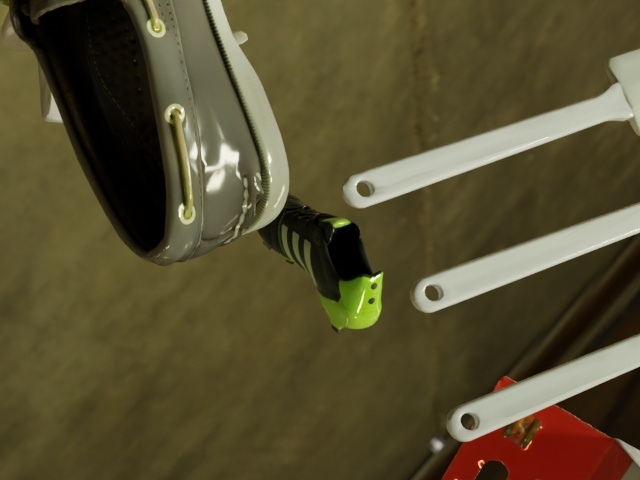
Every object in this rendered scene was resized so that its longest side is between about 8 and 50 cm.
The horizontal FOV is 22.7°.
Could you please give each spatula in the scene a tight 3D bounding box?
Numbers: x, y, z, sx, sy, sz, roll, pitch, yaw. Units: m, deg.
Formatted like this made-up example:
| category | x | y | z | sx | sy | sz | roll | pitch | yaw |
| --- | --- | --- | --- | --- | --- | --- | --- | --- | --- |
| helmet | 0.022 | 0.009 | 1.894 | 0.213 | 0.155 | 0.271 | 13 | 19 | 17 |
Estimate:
| category | x | y | z | sx | sy | sz | roll | pitch | yaw |
| --- | --- | --- | --- | --- | --- | --- | --- | --- | --- |
| spatula | 0.144 | -0.004 | 0.773 | 0.242 | 0.168 | 0.019 | -20 | 172 | -19 |

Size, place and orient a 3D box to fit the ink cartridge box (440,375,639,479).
| category | x | y | z | sx | sy | sz | roll | pitch | yaw |
| --- | --- | --- | --- | --- | --- | --- | --- | --- | --- |
| ink cartridge box | 0.171 | 0.223 | 0.999 | 0.189 | 0.232 | 0.066 | -63 | 177 | 23 |

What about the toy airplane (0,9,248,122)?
| category | x | y | z | sx | sy | sz | roll | pitch | yaw |
| --- | --- | --- | --- | --- | --- | --- | --- | --- | --- |
| toy airplane | -0.186 | -0.275 | 1.491 | 0.384 | 0.272 | 0.386 | -110 | -167 | -70 |

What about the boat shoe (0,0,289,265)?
| category | x | y | z | sx | sy | sz | roll | pitch | yaw |
| --- | --- | --- | --- | --- | --- | --- | --- | --- | --- |
| boat shoe | -0.119 | -0.133 | 0.871 | 0.109 | 0.305 | 0.091 | -21 | -174 | 42 |

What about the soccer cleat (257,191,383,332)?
| category | x | y | z | sx | sy | sz | roll | pitch | yaw |
| --- | --- | --- | --- | --- | --- | --- | --- | --- | --- |
| soccer cleat | 0.000 | 0.000 | 1.310 | 0.060 | 0.179 | 0.072 | -10 | 133 | -31 |
